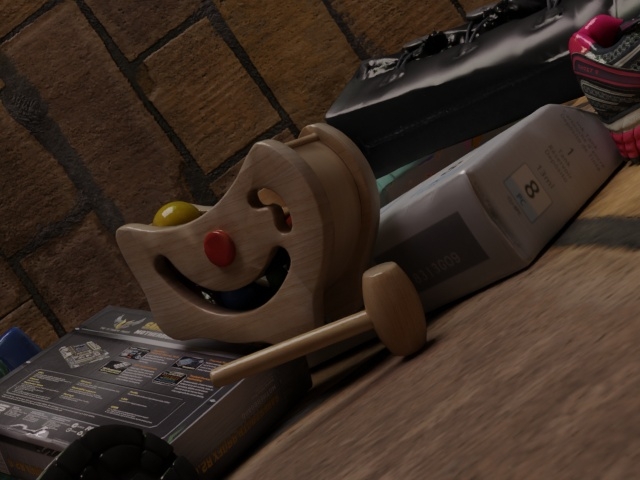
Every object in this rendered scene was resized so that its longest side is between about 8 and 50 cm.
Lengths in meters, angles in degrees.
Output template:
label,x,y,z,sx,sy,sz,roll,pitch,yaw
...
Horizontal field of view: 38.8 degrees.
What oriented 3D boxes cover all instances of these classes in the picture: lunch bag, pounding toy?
label,x,y,z,sx,sy,sz,roll,pitch,yaw
lunch bag,0.155,-0.107,1.176,0.223,0.160,0.262,-35,-4,2
pounding toy,-0.055,0.006,0.663,0.269,0.154,0.154,-2,16,36

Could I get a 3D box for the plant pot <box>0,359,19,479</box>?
label,x,y,z,sx,sy,sz,roll,pitch,yaw
plant pot,-0.426,0.250,0.950,0.252,0.247,0.247,-30,-6,32

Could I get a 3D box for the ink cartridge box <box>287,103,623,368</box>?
label,x,y,z,sx,sy,sz,roll,pitch,yaw
ink cartridge box,0.140,-0.043,0.854,0.308,0.091,0.385,-34,4,47

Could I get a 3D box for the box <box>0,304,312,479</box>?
label,x,y,z,sx,sy,sz,roll,pitch,yaw
box,-0.152,0.129,0.736,0.231,0.056,0.183,4,27,35

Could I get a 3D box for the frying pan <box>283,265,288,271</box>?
label,x,y,z,sx,sy,sz,roll,pitch,yaw
frying pan,-0.009,0.002,1.118,0.197,0.053,0.326,-52,20,35

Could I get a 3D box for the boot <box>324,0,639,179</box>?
label,x,y,z,sx,sy,sz,roll,pitch,yaw
boot,0.262,-0.218,0.948,0.445,0.146,0.367,-22,7,38

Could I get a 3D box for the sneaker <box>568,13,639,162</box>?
label,x,y,z,sx,sy,sz,roll,pitch,yaw
sneaker,0.287,-0.153,0.615,0.121,0.112,0.299,-37,3,-34

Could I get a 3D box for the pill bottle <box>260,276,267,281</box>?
label,x,y,z,sx,sy,sz,roll,pitch,yaw
pill bottle,0.000,0.000,1.312,0.153,0.153,0.264,-35,2,20

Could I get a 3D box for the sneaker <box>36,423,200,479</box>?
label,x,y,z,sx,sy,sz,roll,pitch,yaw
sneaker,-0.152,0.196,0.367,0.124,0.107,0.283,-51,-10,29

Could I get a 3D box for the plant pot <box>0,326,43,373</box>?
label,x,y,z,sx,sy,sz,roll,pitch,yaw
plant pot,-0.477,0.301,1.319,0.236,0.236,0.212,-35,9,44
